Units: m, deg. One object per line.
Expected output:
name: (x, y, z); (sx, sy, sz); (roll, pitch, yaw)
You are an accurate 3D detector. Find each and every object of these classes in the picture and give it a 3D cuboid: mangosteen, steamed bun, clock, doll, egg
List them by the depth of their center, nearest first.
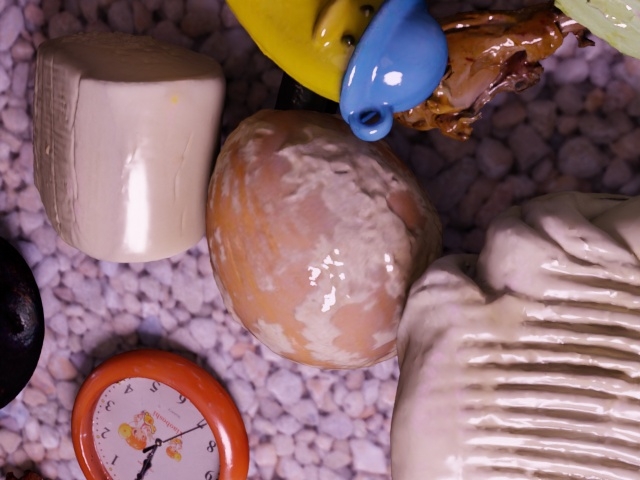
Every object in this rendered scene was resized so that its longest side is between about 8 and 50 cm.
steamed bun: (0.232, 0.138, 0.915); (0.339, 0.247, 0.352); (0, 82, 11)
doll: (-0.020, -0.237, 0.930); (0.199, 0.145, 0.363); (-24, 71, 8)
egg: (0.000, 0.000, 0.991); (0.203, 0.203, 0.245); (-19, 116, 27)
steamed bun: (-0.171, -0.088, 1.052); (0.250, 0.155, 0.200); (-141, 52, -60)
mangosteen: (-0.398, 0.086, 1.197); (0.243, 0.243, 0.243); (6, 107, 22)
clock: (-0.169, 0.211, 1.210); (0.205, 0.051, 0.205); (6, 107, 21)

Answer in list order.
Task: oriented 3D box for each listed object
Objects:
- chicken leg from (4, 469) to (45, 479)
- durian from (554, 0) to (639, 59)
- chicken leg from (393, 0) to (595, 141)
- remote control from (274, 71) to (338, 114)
chicken leg: (-0.279, 0.340, 1.297); (0.219, 0.048, 0.089); (42, 119, 8)
durian: (0.239, -0.209, 0.858); (0.375, 0.106, 0.132); (36, 157, -19)
chicken leg: (0.140, -0.151, 0.959); (0.207, 0.101, 0.085); (-19, 126, 18)
remote control: (-0.008, -0.146, 1.059); (0.063, 0.025, 0.245); (20, 112, 13)
